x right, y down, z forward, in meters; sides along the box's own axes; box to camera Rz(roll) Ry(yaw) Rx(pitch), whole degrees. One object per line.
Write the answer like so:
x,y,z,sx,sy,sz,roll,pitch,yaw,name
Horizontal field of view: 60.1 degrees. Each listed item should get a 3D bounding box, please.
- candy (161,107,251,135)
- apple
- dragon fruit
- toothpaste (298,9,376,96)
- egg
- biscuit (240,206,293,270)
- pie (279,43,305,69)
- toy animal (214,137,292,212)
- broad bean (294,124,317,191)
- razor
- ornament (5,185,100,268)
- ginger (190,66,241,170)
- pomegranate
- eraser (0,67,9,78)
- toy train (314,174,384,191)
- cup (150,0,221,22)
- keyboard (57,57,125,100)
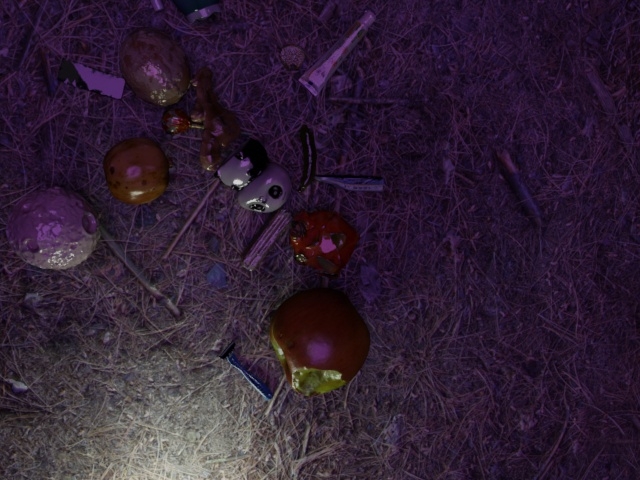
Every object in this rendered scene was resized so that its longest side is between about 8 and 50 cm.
-0.364,-0.361,1.779,0.288,0.078,0.084,8,96,-17,candy
0.001,0.324,1.817,0.339,0.339,0.339,-1,101,-8,apple
0.004,0.003,1.818,0.227,0.224,0.224,15,98,-11,dragon fruit
0.062,-0.612,1.795,0.314,0.058,0.056,-47,147,6,toothpaste
-0.496,-0.520,1.658,0.203,0.203,0.245,-25,86,-3,egg
-0.179,-0.008,1.841,0.062,0.108,0.239,36,94,-15,biscuit
-0.093,-0.596,1.791,0.085,0.017,0.085,-1,102,-7,pie
-0.203,-0.197,1.772,0.187,0.165,0.235,-34,104,28,toy animal
-0.046,-0.271,1.848,0.069,0.039,0.227,7,100,-3,broad bean
-0.256,0.470,1.955,0.253,0.042,0.082,50,50,-14,razor
-0.794,-0.036,1.674,0.225,0.259,0.259,-8,102,16,ornament
-0.335,-0.385,1.721,0.148,0.081,0.333,-15,87,-8,ginger
-0.556,-0.211,1.707,0.215,0.215,0.215,-1,101,-8,pomegranate
-0.992,-0.492,1.679,0.099,0.027,0.019,-37,95,-1,eraser
0.095,-0.195,1.875,0.234,0.052,0.051,0,105,-8,toy train
-0.378,-0.751,1.655,0.300,0.167,0.173,-13,114,21,cup
-0.712,-0.501,1.725,0.196,0.015,0.074,16,94,-11,keyboard
